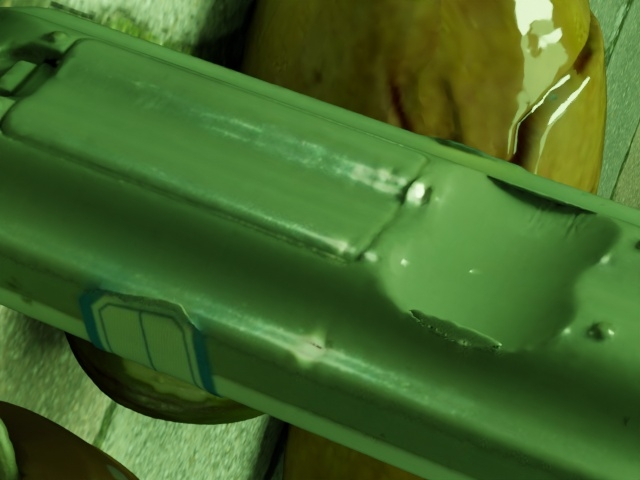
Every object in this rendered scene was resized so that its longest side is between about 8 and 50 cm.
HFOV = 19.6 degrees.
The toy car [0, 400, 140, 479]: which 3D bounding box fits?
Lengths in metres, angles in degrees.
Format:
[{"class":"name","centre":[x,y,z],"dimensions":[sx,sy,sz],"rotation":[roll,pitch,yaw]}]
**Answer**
[{"class":"toy car","centre":[-0.171,0.126,0.630],"dimensions":[0.235,0.145,0.235],"rotation":[-17,119,-35]}]

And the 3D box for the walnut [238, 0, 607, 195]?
[{"class":"walnut","centre":[0.051,-0.072,0.955],"dimensions":[0.203,0.203,0.298],"rotation":[-52,149,-43]}]

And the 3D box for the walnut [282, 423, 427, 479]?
[{"class":"walnut","centre":[0.075,0.138,1.287],"dimensions":[0.209,0.209,0.336],"rotation":[-34,145,-62]}]

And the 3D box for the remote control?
[{"class":"remote control","centre":[0.000,0.000,0.644],"dimensions":[0.128,0.335,0.065],"rotation":[-53,156,-42]}]

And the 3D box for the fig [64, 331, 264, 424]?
[{"class":"fig","centre":[-0.004,0.042,0.847],"dimensions":[0.149,0.245,0.149],"rotation":[-55,165,-22]}]
